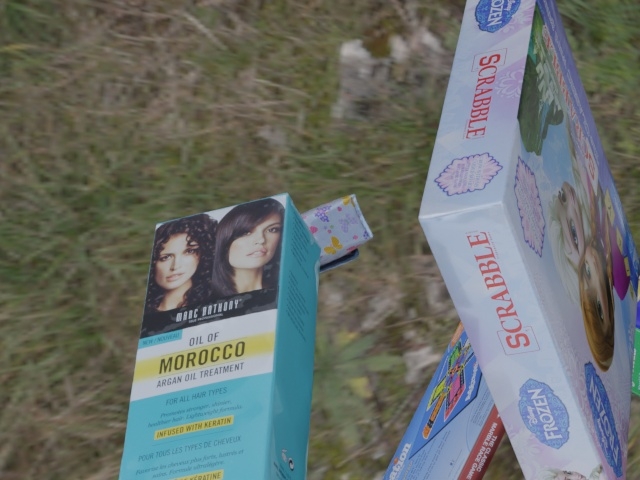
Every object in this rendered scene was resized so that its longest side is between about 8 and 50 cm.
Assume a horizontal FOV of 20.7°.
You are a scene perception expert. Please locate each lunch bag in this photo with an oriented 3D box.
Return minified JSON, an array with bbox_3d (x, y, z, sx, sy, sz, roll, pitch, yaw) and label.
[{"bbox_3d":[0.000,0.000,1.523,0.071,0.083,0.053,-22,85,-18],"label":"lunch bag"}]

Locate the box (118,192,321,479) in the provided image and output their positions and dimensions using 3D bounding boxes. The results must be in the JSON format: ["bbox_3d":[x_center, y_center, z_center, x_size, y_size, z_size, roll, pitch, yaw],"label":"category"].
[{"bbox_3d":[-0.061,0.085,1.101,0.100,0.060,0.244,-13,45,17],"label":"box"}]

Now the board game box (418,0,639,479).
[{"bbox_3d":[0.175,0.001,1.367,0.065,0.318,0.319,-10,126,21],"label":"board game box"}]

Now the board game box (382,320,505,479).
[{"bbox_3d":[0.128,0.193,1.718,0.027,0.145,0.281,27,88,-23],"label":"board game box"}]

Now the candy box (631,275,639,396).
[{"bbox_3d":[0.507,0.107,1.904,0.317,0.268,0.122,26,138,29],"label":"candy box"}]
